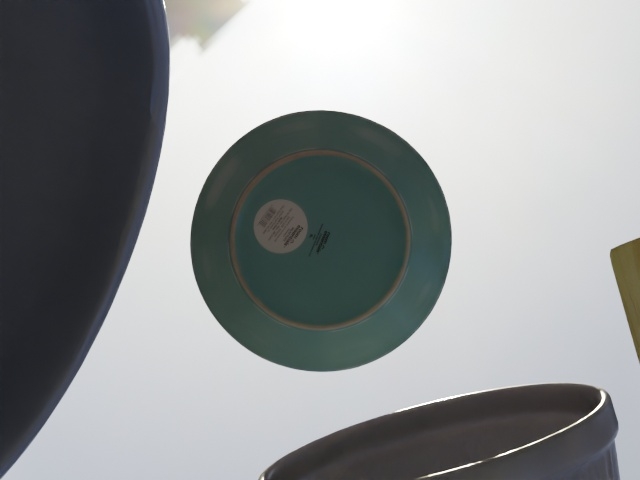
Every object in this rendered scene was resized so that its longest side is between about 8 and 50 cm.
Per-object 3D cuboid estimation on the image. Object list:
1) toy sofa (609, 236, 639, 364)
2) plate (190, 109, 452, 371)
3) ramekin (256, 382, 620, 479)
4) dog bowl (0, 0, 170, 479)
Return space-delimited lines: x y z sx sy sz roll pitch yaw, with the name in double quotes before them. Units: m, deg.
"toy sofa" 0.404 0.050 1.548 0.177 0.362 0.150 -23 -105 38
"plate" 0.000 0.000 1.410 0.188 0.188 0.024 -43 178 0
"ramekin" 0.075 0.161 1.125 0.207 0.109 0.207 -14 -175 1
"dog bowl" -0.169 -0.016 0.793 0.104 0.265 0.265 22 -122 17
